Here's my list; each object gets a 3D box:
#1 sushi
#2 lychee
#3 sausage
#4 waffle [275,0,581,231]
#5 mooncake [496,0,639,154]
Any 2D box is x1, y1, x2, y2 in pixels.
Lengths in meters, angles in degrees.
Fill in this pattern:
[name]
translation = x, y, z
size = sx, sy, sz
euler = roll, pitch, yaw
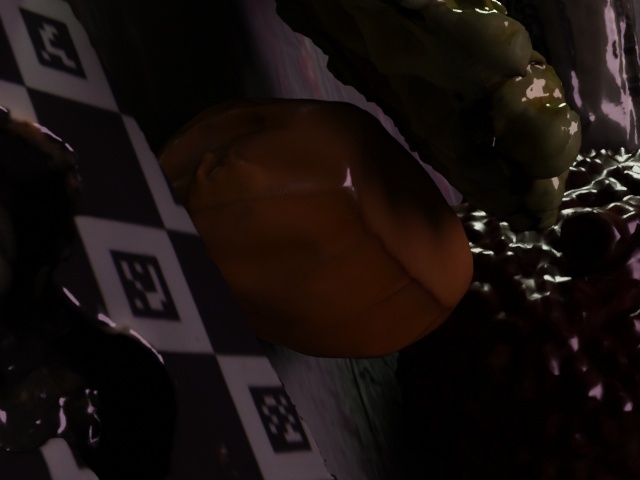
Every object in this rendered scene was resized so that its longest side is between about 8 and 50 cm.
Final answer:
[sushi]
translation = -0.150, 0.030, 0.460
size = 0.320, 0.069, 0.339
euler = 59, 24, 5
[lychee]
translation = 0.197, 0.081, 0.911
size = 0.330, 0.306, 0.306
euler = 83, 13, -50
[sausage]
translation = 0.000, -0.001, 0.709
size = 0.241, 0.136, 0.120
euler = 34, 48, -54
[waffle]
translation = 0.029, -0.122, 0.683
size = 0.297, 0.073, 0.317
euler = 46, 1, 5
[mooncake]
translation = 0.222, -0.198, 1.199
size = 0.254, 0.136, 0.250
euler = -55, 132, -76
